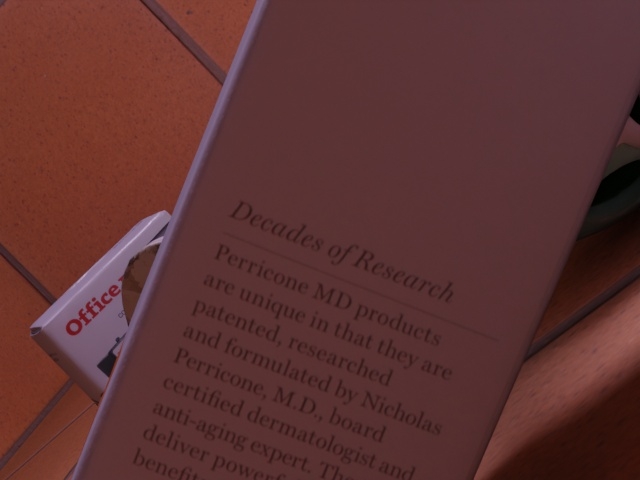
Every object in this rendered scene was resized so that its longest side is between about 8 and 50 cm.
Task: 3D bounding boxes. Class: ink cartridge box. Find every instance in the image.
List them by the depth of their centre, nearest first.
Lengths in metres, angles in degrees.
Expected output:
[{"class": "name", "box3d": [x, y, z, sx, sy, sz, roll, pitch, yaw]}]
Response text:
[{"class": "ink cartridge box", "box3d": [-0.123, 0.098, 1.440, 0.153, 0.208, 0.087, -46, 7, -16]}]

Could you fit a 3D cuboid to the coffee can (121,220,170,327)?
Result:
[{"class": "coffee can", "box3d": [0.000, 0.000, 1.354, 0.201, 0.201, 0.275, -36, 11, 51]}]

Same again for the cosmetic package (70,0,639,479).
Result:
[{"class": "cosmetic package", "box3d": [0.018, -0.014, 0.784, 0.230, 0.161, 0.453, -101, 33, -82]}]

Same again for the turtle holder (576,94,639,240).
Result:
[{"class": "turtle holder", "box3d": [0.104, -0.119, 1.053, 0.227, 0.320, 0.243, -2, 62, 47]}]
